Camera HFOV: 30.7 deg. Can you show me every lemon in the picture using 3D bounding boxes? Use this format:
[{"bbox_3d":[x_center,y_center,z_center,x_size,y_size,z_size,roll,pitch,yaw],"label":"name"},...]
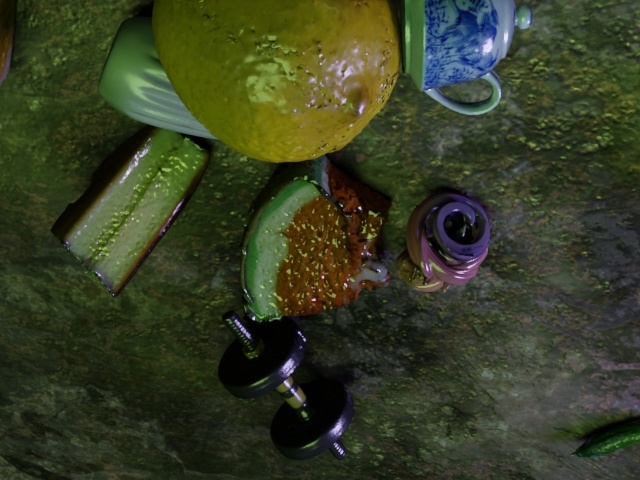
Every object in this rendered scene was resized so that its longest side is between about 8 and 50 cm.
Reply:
[{"bbox_3d":[-0.053,-0.228,1.293,0.310,0.258,0.258,39,136,21],"label":"lemon"}]

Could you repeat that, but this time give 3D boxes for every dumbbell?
[{"bbox_3d":[-0.050,0.223,1.764,0.143,0.143,0.325,-18,123,29],"label":"dumbbell"}]

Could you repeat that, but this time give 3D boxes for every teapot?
[{"bbox_3d":[0.163,-0.243,1.297,0.158,0.159,0.232,6,127,11],"label":"teapot"}]

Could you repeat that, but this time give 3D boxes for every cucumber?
[{"bbox_3d":[0.446,0.298,1.760,0.155,0.037,0.037,-26,119,31],"label":"cucumber"}]

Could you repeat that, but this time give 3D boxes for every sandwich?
[{"bbox_3d":[-0.255,-0.053,1.601,0.122,0.128,0.236,41,86,-20],"label":"sandwich"},{"bbox_3d":[-0.009,-0.009,1.580,0.212,0.109,0.292,2,133,5],"label":"sandwich"}]

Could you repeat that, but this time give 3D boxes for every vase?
[{"bbox_3d":[-0.146,-0.187,1.453,0.248,0.128,0.128,20,133,-14],"label":"vase"}]

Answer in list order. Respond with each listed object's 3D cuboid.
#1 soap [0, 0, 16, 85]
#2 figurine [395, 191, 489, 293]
[{"bbox_3d":[-0.432,-0.277,1.424,0.080,0.160,0.258,18,134,-2],"label":"soap"},{"bbox_3d":[0.157,0.022,1.550,0.114,0.126,0.157,51,139,29],"label":"figurine"}]
